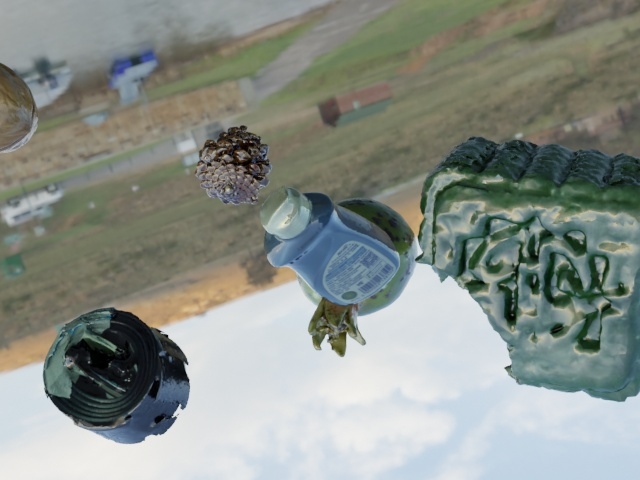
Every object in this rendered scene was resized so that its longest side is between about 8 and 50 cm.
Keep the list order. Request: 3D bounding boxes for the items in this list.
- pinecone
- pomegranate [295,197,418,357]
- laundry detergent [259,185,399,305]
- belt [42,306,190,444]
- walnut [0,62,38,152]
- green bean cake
[{"bbox_3d":[-0.175,-0.159,1.927,0.174,0.173,0.173,-19,-173,3],"label":"pinecone"},{"bbox_3d":[0.071,0.058,1.669,0.231,0.231,0.286,-19,-135,3],"label":"pomegranate"},{"bbox_3d":[0.000,0.000,1.412,0.143,0.094,0.290,-33,143,16],"label":"laundry detergent"},{"bbox_3d":[-0.176,0.113,0.797,0.140,0.058,0.105,18,-109,37],"label":"belt"},{"bbox_3d":[-0.581,-0.232,1.594,0.207,0.167,0.167,26,-165,5],"label":"walnut"},{"bbox_3d":[0.281,0.038,1.210,0.300,0.307,0.169,8,-154,23],"label":"green bean cake"}]
